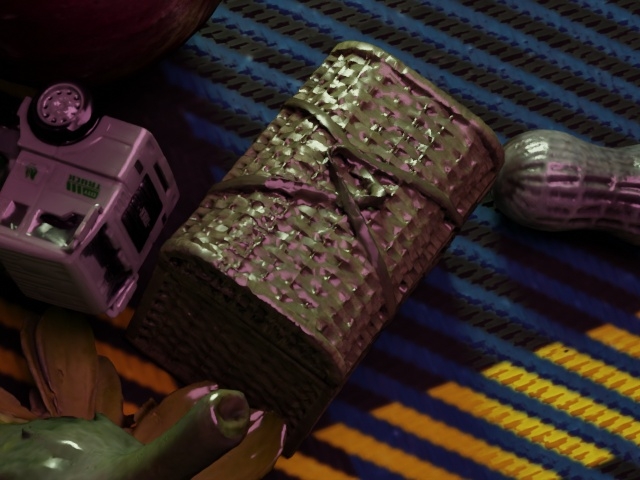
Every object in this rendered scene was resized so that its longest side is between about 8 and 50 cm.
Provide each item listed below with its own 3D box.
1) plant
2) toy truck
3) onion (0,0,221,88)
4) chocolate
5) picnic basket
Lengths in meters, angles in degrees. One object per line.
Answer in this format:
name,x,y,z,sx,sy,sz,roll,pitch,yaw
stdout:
plant,-0.132,0.177,1.041,0.306,0.297,0.261,17,90,-28
toy truck,-0.211,-0.039,1.132,0.243,0.101,0.125,18,66,18
onion,-0.156,-0.204,1.174,0.272,0.256,0.230,2,40,27
chocolate,0.192,-0.034,1.322,0.167,0.072,0.072,8,62,-12
picnic basket,0.000,0.000,1.190,0.134,0.154,0.196,38,58,2
